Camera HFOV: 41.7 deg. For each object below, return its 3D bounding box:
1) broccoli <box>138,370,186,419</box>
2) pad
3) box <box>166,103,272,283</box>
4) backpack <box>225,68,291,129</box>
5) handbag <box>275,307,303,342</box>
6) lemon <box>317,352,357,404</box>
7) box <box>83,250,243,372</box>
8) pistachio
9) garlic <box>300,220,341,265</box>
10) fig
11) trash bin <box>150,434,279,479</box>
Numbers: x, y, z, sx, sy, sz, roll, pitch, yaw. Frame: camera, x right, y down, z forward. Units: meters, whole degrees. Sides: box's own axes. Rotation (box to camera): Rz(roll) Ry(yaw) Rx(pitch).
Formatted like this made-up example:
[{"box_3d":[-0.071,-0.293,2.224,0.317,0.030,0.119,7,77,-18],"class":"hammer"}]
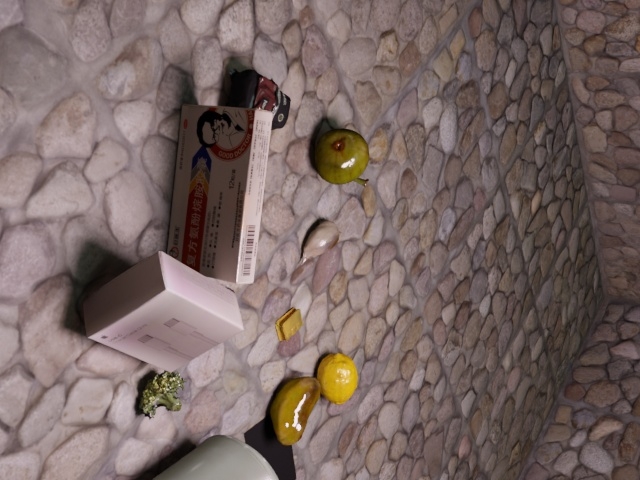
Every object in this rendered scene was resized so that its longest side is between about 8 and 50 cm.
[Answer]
[{"box_3d":[-0.337,0.332,1.793,0.097,0.092,0.095,-27,145,-35],"class":"broccoli"},{"box_3d":[-0.129,0.568,2.199,0.170,0.006,0.245,-30,121,-46],"class":"pad"},{"box_3d":[-0.213,-0.101,1.746,0.069,0.214,0.353,3,96,-53],"class":"box"},{"box_3d":[-0.134,-0.311,1.892,0.165,0.106,0.119,13,84,-51],"class":"backpack"},{"box_3d":[-0.078,0.217,2.165,0.083,0.027,0.061,-40,128,-43],"class":"handbag"},{"box_3d":[0.046,0.379,2.301,0.114,0.114,0.155,-25,123,-48],"class":"lemon"},{"box_3d":[-0.310,0.147,1.679,0.252,0.203,0.106,38,28,-49],"class":"box"},{"box_3d":[-0.072,0.433,2.167,0.110,0.100,0.189,29,72,-16],"class":"pistachio"},{"box_3d":[0.006,0.000,2.190,0.152,0.066,0.084,-36,128,-46],"class":"garlic"},{"box_3d":[0.057,-0.213,2.168,0.186,0.148,0.142,135,-49,-86],"class":"fig"},{"box_3d":[-0.277,0.611,1.792,0.432,0.280,0.280,-25,118,-44],"class":"trash bin"}]
